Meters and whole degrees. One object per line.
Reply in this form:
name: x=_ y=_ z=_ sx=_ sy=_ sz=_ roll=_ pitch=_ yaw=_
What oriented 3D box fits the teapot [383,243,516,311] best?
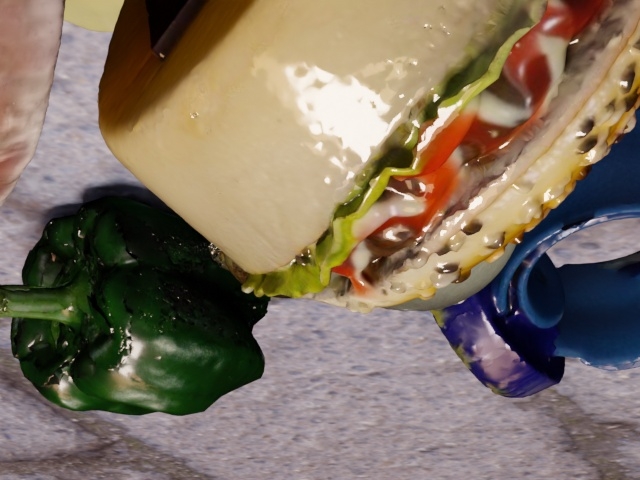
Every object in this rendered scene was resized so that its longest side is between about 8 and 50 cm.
teapot: x=0.080 y=-0.080 z=0.935 sx=0.183 sy=0.184 sz=0.251 roll=17 pitch=141 yaw=-27

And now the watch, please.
watch: x=0.170 y=-0.003 z=1.111 sx=0.200 sy=0.171 sz=0.196 roll=-25 pitch=144 yaw=24

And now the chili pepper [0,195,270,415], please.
chili pepper: x=-0.163 y=0.049 z=1.261 sx=0.261 sy=0.165 sz=0.173 roll=21 pitch=169 yaw=-40

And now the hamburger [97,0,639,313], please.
hamburger: x=0.033 y=-0.106 z=0.716 sx=0.176 sy=0.300 sz=0.300 roll=29 pitch=148 yaw=-22

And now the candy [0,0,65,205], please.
candy: x=-0.207 y=-0.123 z=0.767 sx=0.157 sy=0.214 sz=0.290 roll=-12 pitch=142 yaw=-31

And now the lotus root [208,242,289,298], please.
lotus root: x=0.000 y=0.000 z=1.216 sx=0.179 sy=0.081 sz=0.089 roll=-7 pitch=156 yaw=27

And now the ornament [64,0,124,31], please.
ornament: x=-0.176 y=-0.170 z=0.907 sx=0.201 sy=0.059 sz=0.180 roll=-7 pitch=144 yaw=19
